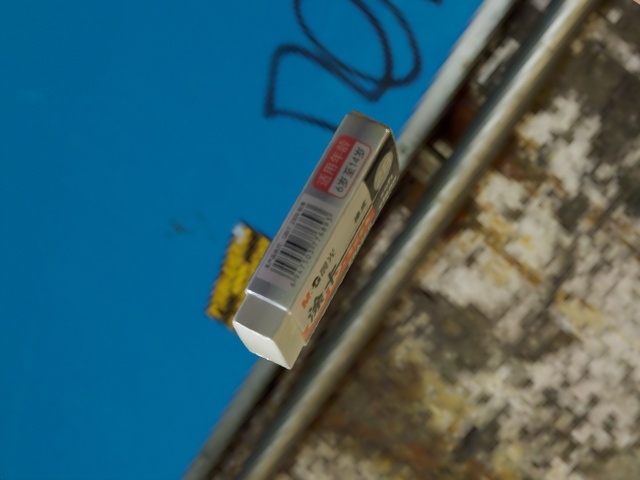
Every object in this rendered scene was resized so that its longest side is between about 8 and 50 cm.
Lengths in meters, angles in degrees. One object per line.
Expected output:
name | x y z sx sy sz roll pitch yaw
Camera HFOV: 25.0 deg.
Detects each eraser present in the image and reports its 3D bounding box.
eraser | 0.000 0.000 0.706 0.122 0.029 0.052 -60 -18 -15

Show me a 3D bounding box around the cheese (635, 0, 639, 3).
cheese | 0.162 -0.213 0.733 0.203 0.177 0.128 -26 -16 -42
